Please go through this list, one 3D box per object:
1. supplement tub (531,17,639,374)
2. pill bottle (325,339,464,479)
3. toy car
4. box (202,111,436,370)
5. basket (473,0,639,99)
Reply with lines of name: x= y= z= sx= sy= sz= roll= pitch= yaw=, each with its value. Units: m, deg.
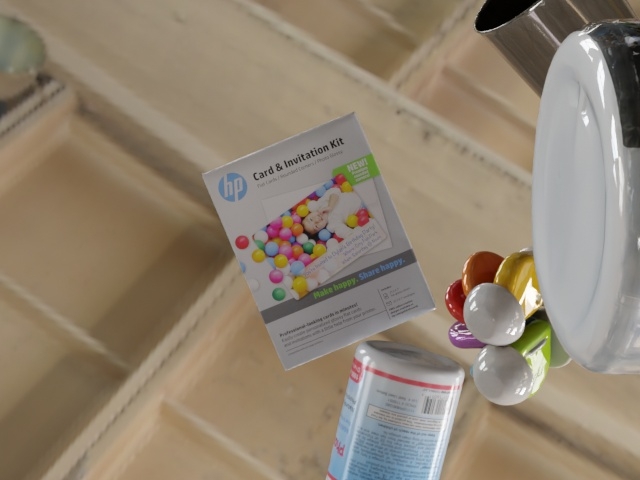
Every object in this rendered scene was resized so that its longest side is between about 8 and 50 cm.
supplement tub: x=0.287 y=-0.024 z=0.829 sx=0.316 sy=0.193 sz=0.193 roll=0 pitch=-138 yaw=-6
pill bottle: x=0.053 y=0.164 z=1.185 sx=0.087 sy=0.160 sz=0.087 roll=13 pitch=-174 yaw=-1
toy car: x=0.209 y=0.096 z=1.772 sx=0.136 sy=0.182 sz=0.159 roll=6 pitch=-153 yaw=38
box: x=0.000 y=0.000 z=1.322 sx=0.038 sy=0.145 sz=0.186 roll=-68 pitch=-44 yaw=-86
basket: x=0.303 y=-0.206 z=1.718 sx=0.227 sy=0.154 sz=0.204 roll=49 pitch=-149 yaw=-15
